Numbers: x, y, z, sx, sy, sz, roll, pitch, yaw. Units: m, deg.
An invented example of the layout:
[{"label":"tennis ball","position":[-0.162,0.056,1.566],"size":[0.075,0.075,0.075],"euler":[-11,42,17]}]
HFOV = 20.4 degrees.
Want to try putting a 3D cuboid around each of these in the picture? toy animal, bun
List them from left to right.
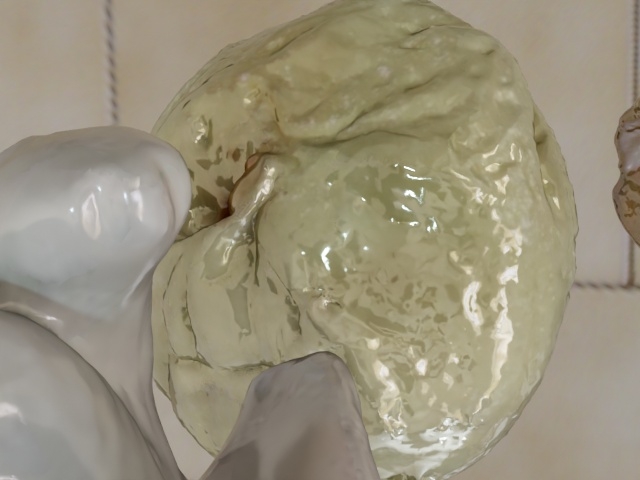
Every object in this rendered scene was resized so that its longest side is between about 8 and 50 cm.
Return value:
[{"label":"toy animal","position":[-0.057,0.132,0.448],"size":[0.265,0.272,0.206],"euler":[39,150,30]},{"label":"bun","position":[0.000,0.000,0.726],"size":[0.220,0.134,0.220],"euler":[-15,68,44]}]

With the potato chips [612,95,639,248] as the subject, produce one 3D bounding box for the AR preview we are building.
[{"label":"potato chips","position":[0.276,-0.019,1.199],"size":[0.062,0.208,0.195],"euler":[-25,87,-16]}]
